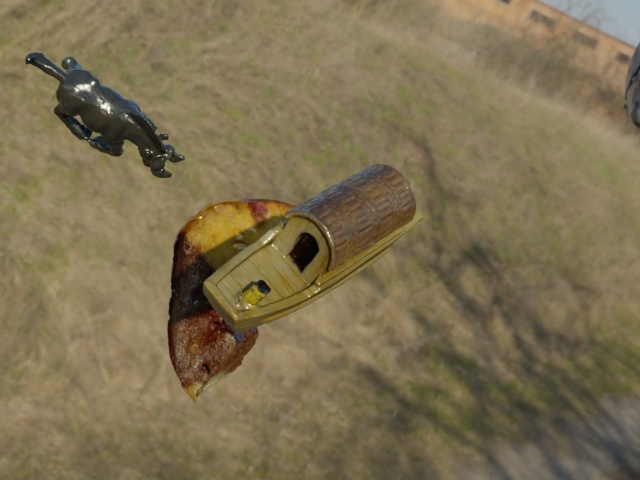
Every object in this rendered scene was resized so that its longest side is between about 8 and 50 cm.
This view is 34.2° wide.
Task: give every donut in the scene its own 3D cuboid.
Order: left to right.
[{"bbox_3d":[-0.108,0.046,1.315,0.151,0.295,0.112,43,21,20],"label":"donut"}]

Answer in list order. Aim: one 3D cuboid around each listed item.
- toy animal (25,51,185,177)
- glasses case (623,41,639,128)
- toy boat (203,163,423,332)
[{"bbox_3d":[-0.278,-0.172,1.359,0.233,0.084,0.148,40,-16,-14],"label":"toy animal"},{"bbox_3d":[0.294,-0.078,0.573,0.248,0.087,0.065,7,58,-6],"label":"glasses case"},{"bbox_3d":[0.000,0.000,0.785,0.068,0.088,0.226,49,45,11],"label":"toy boat"}]
